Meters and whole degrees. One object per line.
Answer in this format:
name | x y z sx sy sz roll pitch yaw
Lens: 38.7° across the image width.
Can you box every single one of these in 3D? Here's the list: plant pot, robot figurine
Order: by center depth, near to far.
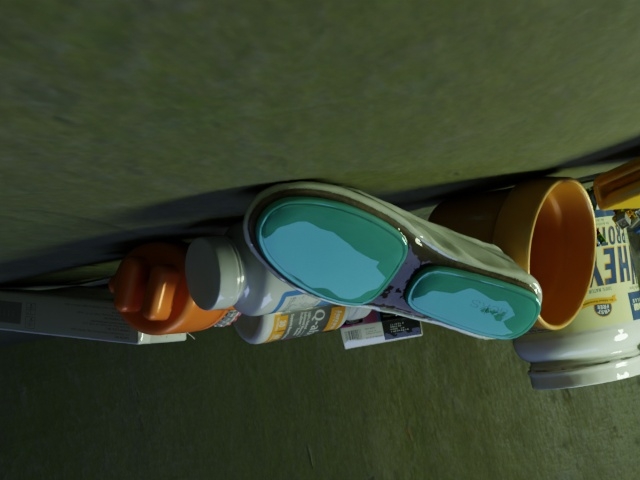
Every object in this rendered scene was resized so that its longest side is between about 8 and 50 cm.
robot figurine | -0.198 0.064 1.249 0.158 0.128 0.219 -26 169 15
plant pot | 0.254 0.010 1.270 0.188 0.205 0.205 6 -174 40

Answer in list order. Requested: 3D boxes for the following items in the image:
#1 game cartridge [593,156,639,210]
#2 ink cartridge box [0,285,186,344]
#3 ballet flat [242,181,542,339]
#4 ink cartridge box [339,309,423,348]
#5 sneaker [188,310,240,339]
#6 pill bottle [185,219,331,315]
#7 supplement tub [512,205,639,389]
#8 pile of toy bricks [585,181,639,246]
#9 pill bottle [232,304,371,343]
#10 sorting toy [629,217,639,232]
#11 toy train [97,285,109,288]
game cartridge | 0.557 -0.104 1.133 0.324 0.052 0.285 -6 169 -24
ink cartridge box | -0.345 0.116 1.460 0.296 0.066 0.261 4 179 21
ballet flat | 0.079 0.013 1.052 0.400 0.139 0.139 20 161 -27
ink cartridge box | 0.126 0.112 2.112 0.176 0.069 0.371 -10 -154 4
sneaker | -0.225 0.095 1.614 0.112 0.121 0.299 31 142 -32
pill bottle | -0.054 0.030 1.166 0.221 0.124 0.124 -5 173 -36
supplement tub | 0.448 0.089 1.635 0.235 0.325 0.235 -10 175 -1
pile of toy bricks | 0.401 -0.049 1.423 0.212 0.118 0.105 -32 -168 31
pill bottle | -0.036 0.116 1.877 0.278 0.162 0.162 -6 173 -33
sorting toy | 0.674 -0.085 1.676 0.196 0.047 0.347 -15 167 4
toy train | -0.364 0.131 1.815 0.248 0.105 0.143 -6 -177 -40
